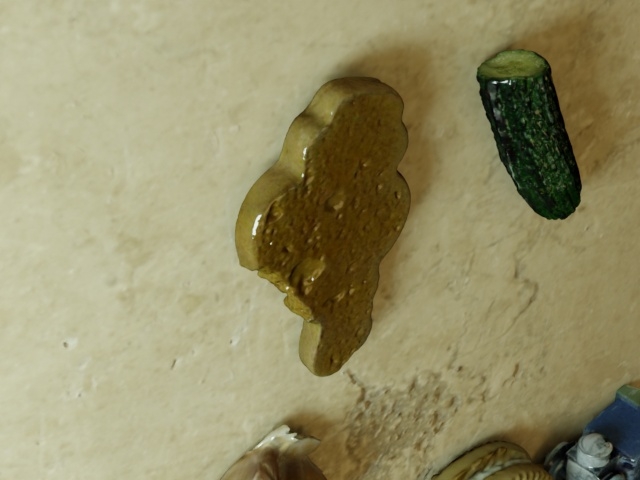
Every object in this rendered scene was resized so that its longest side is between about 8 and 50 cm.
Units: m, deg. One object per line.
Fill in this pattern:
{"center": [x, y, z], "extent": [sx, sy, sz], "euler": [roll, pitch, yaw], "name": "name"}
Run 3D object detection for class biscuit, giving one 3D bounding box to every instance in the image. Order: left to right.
{"center": [0.007, -0.002, 1.042], "extent": [0.183, 0.047, 0.320], "euler": [-28, 134, -21], "name": "biscuit"}
{"center": [0.205, 0.376, 1.468], "extent": [0.259, 0.079, 0.259], "euler": [-23, 133, -27], "name": "biscuit"}

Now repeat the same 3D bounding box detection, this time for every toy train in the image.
{"center": [0.411, 0.368, 1.620], "extent": [0.202, 0.131, 0.300], "euler": [-30, 136, -33], "name": "toy train"}

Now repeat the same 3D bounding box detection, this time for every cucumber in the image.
{"center": [0.217, -0.097, 1.142], "extent": [0.077, 0.077, 0.265], "euler": [-42, 139, -11], "name": "cucumber"}

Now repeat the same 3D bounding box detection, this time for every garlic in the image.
{"center": [-0.039, 0.271, 1.164], "extent": [0.124, 0.099, 0.174], "euler": [-43, 141, 13], "name": "garlic"}
